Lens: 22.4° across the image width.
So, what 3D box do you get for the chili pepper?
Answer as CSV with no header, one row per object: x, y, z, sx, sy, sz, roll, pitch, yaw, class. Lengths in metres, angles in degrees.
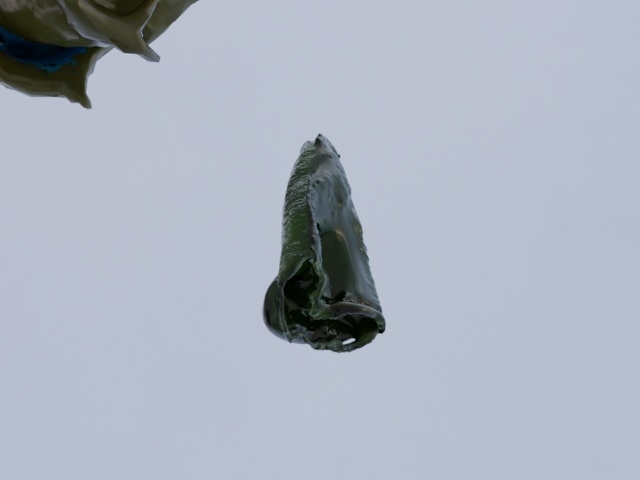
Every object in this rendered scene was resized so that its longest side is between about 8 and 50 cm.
0.002,-0.001,1.284,0.062,0.108,0.216,-24,-140,27,chili pepper

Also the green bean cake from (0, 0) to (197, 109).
-0.059,-0.185,0.671,0.310,0.285,0.202,-51,-147,-16,green bean cake
